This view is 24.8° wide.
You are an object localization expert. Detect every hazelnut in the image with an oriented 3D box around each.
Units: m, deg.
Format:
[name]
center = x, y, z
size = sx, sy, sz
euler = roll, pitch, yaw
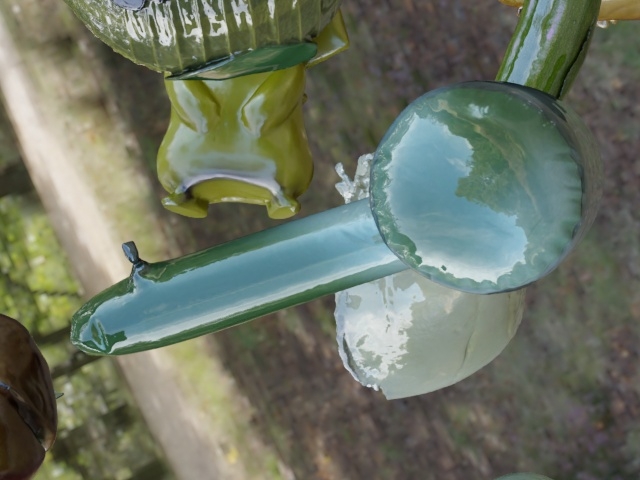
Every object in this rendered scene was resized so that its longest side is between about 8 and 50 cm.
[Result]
[hazelnut]
center = -0.352, 0.187, 1.487
size = 0.181, 0.181, 0.212
euler = 66, -147, -46

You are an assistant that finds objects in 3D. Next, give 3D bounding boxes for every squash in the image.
[squash]
center = 0.213, -0.207, 1.328
size = 0.071, 0.080, 0.319
euler = 1, 72, 56

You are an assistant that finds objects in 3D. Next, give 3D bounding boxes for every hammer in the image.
[hammer]
center = 0.000, 0.000, 0.861
size = 0.206, 0.335, 0.119
euler = -10, -98, -76

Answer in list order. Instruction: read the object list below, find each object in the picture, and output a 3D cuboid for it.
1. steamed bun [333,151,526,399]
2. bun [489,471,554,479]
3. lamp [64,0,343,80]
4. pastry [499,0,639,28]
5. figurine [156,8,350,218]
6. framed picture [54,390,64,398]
[steamed bun]
center = 0.125, 0.063, 1.858
size = 0.290, 0.273, 0.272
euler = 72, -151, -46
[bun]
center = 0.104, 0.313, 1.179
size = 0.179, 0.283, 0.283
euler = 63, 168, 16
[lamp]
center = -0.110, -0.234, 1.055
size = 0.250, 0.284, 0.250
euler = 167, 90, -89
[pastry]
center = 0.319, -0.382, 1.627
size = 0.409, 0.409, 0.245
euler = 53, 162, 49
[figurine]
center = -0.070, -0.183, 1.498
size = 0.169, 0.218, 0.327
euler = -80, -7, -83
[framed picture]
center = -0.505, 0.246, 1.940
size = 0.273, 0.216, 0.016
euler = -8, 102, 37
